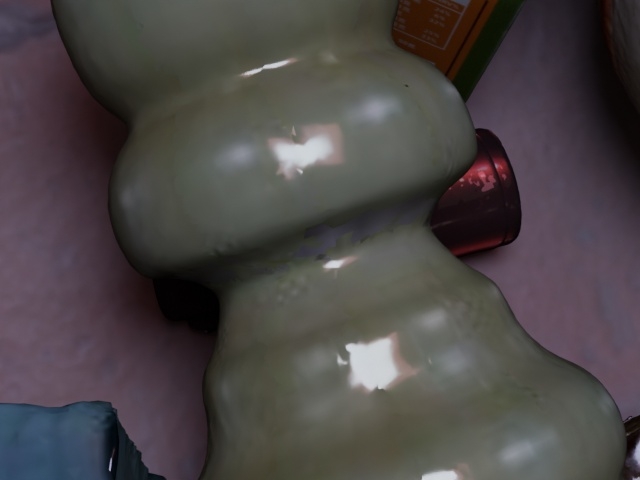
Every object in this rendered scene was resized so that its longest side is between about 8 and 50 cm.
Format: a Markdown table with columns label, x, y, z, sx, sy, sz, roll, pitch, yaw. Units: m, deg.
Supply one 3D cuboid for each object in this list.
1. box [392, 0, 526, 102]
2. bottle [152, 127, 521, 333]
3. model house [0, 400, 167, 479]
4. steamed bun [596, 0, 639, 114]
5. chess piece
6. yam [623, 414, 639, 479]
| label | x | y | z | sx | sy | sz | roll | pitch | yaw |
| --- | --- | --- | --- | --- | --- | --- | --- | --- | --- |
| box | 0.022 | -0.191 | 0.795 | 0.195 | 0.148 | 0.177 | 25 | 68 | 0 |
| bottle | 0.005 | -0.003 | 0.770 | 0.164 | 0.060 | 0.060 | -15 | 73 | -16 |
| model house | -0.215 | 0.203 | 0.564 | 0.329 | 0.251 | 0.294 | 0 | 70 | -3 |
| steamed bun | 0.212 | -0.147 | 0.757 | 0.177 | 0.283 | 0.283 | 11 | 65 | 21 |
| chess piece | 0.000 | 0.000 | 0.660 | 0.182 | 0.182 | 0.330 | -19 | 89 | -17 |
| yam | 0.162 | 0.139 | 0.732 | 0.079 | 0.079 | 0.141 | -28 | 79 | -19 |
